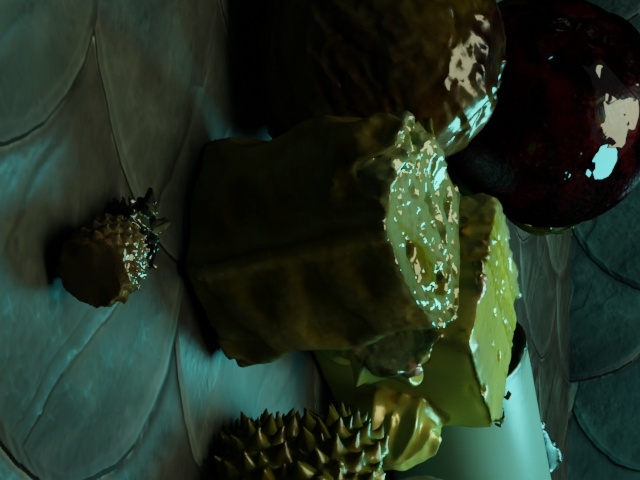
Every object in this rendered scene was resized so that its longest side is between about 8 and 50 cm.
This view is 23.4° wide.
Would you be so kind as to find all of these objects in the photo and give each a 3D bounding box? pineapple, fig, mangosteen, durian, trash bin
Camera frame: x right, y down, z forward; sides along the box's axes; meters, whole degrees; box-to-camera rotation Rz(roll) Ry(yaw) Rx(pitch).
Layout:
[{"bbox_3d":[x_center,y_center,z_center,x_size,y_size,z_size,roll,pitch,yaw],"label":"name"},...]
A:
[{"bbox_3d":[-0.164,0.001,1.275,0.159,0.074,0.074,-59,144,-69],"label":"pineapple"},{"bbox_3d":[0.007,-0.231,1.624,0.368,0.286,0.286,37,46,-27],"label":"fig"},{"bbox_3d":[0.362,-0.207,2.469,0.421,0.381,0.381,45,46,-81],"label":"mangosteen"},{"bbox_3d":[-0.015,0.250,1.577,0.306,0.172,0.167,-76,165,-77],"label":"durian"},{"bbox_3d":[0.191,0.255,2.104,0.277,0.217,0.263,-28,122,-25],"label":"trash bin"}]

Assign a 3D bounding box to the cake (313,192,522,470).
[{"bbox_3d":[0.114,0.115,1.879,0.227,0.222,0.286,67,29,-47],"label":"cake"}]

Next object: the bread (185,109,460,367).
[{"bbox_3d":[0.001,-0.006,1.510,0.196,0.252,0.239,-64,143,-47],"label":"bread"}]

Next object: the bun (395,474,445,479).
[{"bbox_3d":[0.071,0.440,1.669,0.359,0.211,0.360,-176,-90,-74],"label":"bun"}]
